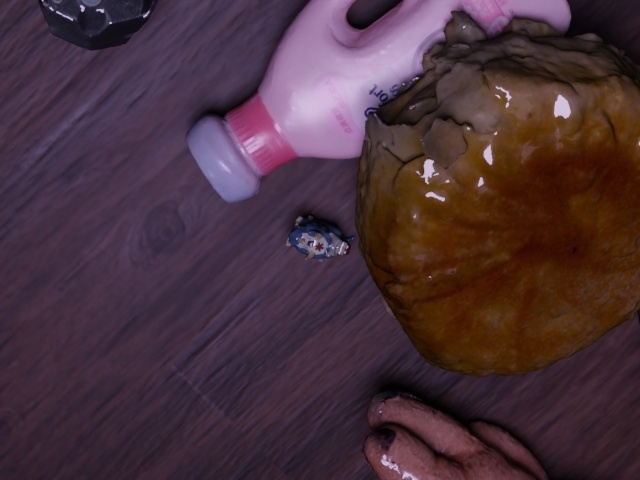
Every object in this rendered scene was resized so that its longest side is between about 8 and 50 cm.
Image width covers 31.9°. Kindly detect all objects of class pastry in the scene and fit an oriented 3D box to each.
[{"bbox_3d":[0.178,-0.026,0.938,0.329,0.136,0.330,-8,124,-12],"label":"pastry"}]

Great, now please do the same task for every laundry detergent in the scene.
[{"bbox_3d":[0.040,-0.150,0.957,0.335,0.088,0.159,-31,103,4],"label":"laundry detergent"}]

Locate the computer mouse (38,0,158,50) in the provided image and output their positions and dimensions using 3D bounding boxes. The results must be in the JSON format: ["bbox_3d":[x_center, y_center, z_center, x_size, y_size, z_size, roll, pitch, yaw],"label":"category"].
[{"bbox_3d":[-0.184,-0.273,0.923,0.126,0.071,0.231,1,95,-18],"label":"computer mouse"}]

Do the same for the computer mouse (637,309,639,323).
[{"bbox_3d":[0.424,0.113,1.036,0.183,0.116,0.323,-37,104,10],"label":"computer mouse"}]

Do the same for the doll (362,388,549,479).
[{"bbox_3d":[0.147,0.264,1.031,0.303,0.201,0.156,34,123,-6],"label":"doll"}]

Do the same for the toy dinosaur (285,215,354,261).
[{"bbox_3d":[0.000,0.000,1.002,0.047,0.083,0.031,27,102,19],"label":"toy dinosaur"}]
